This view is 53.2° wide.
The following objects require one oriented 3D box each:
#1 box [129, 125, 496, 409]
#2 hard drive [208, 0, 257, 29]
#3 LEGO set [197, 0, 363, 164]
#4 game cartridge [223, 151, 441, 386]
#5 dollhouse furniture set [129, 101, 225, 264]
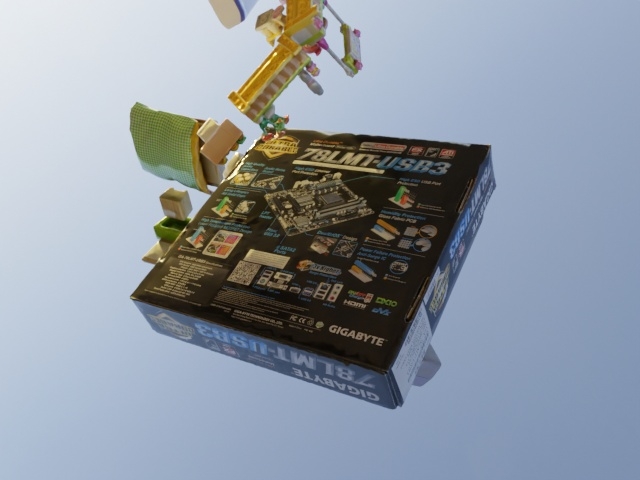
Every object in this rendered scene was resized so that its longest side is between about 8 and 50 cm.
[{"bbox_3d":[0.000,0.000,0.680,0.296,0.073,0.293,10,-130,28],"label":"box"},{"bbox_3d":[-0.172,-0.468,1.036,0.040,0.210,0.318,-25,-156,11],"label":"hard drive"},{"bbox_3d":[-0.028,-0.196,0.737,0.132,0.107,0.286,0,-116,42],"label":"LEGO set"},{"bbox_3d":[0.004,0.032,0.854,0.068,0.230,0.355,-49,-142,21],"label":"game cartridge"},{"bbox_3d":[-0.280,-0.081,1.202,0.198,0.301,0.151,13,-136,21],"label":"dollhouse furniture set"}]
